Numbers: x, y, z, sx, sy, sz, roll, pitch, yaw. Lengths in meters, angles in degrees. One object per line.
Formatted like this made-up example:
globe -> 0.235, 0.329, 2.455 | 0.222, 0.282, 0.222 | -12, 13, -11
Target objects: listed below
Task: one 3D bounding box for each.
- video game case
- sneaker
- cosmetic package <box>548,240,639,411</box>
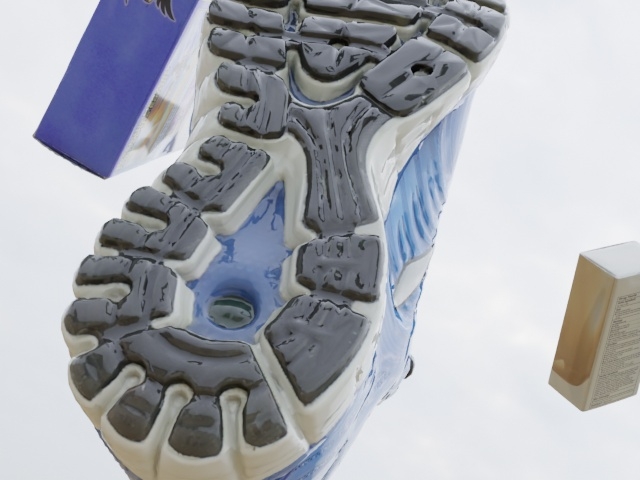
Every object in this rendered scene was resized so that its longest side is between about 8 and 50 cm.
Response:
video game case -> -0.080, -0.185, 0.762 | 0.061, 0.270, 0.244 | 30, 12, 0
sneaker -> -0.007, -0.013, 0.468 | 0.129, 0.330, 0.147 | 18, -41, 10
cosmetic package -> 0.210, 0.062, 0.784 | 0.041, 0.060, 0.115 | 41, -48, 48
